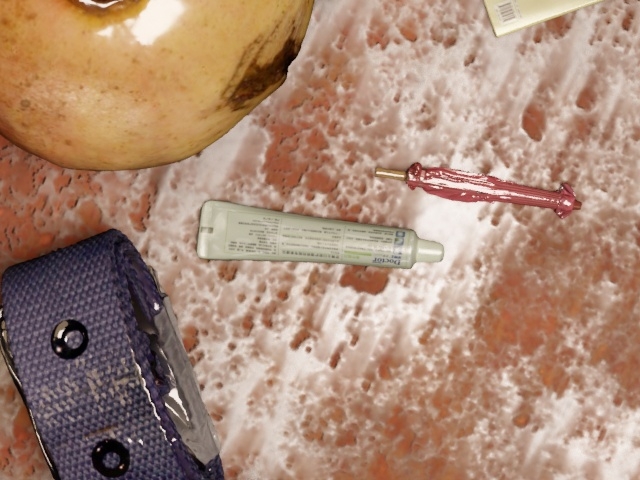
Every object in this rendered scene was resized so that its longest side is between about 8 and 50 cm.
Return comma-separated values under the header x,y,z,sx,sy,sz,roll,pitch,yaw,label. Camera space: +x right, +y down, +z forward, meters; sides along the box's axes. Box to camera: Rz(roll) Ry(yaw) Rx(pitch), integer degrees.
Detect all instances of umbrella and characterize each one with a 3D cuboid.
x,y,z,sx,sy,sz,roll,pitch,yaw,label
0.124,-0.042,1.220,0.165,0.025,0.027,10,72,0,umbrella

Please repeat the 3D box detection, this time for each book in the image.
x,y,z,sx,sy,sz,roll,pitch,yaw,label
0.178,-0.214,1.220,0.111,0.014,0.077,-19,91,3,book

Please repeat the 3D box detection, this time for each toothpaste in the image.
x,y,z,sx,sy,sz,roll,pitch,yaw,label
0.000,0.000,1.225,0.197,0.029,0.048,5,88,6,toothpaste

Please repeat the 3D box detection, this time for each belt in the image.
x,y,z,sx,sy,sz,roll,pitch,yaw,label
-0.167,0.116,1.185,0.126,0.139,0.230,-21,91,8,belt

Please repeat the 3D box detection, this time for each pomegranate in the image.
x,y,z,sx,sy,sz,roll,pitch,yaw,label
-0.146,-0.209,1.111,0.322,0.322,0.322,0,90,3,pomegranate
